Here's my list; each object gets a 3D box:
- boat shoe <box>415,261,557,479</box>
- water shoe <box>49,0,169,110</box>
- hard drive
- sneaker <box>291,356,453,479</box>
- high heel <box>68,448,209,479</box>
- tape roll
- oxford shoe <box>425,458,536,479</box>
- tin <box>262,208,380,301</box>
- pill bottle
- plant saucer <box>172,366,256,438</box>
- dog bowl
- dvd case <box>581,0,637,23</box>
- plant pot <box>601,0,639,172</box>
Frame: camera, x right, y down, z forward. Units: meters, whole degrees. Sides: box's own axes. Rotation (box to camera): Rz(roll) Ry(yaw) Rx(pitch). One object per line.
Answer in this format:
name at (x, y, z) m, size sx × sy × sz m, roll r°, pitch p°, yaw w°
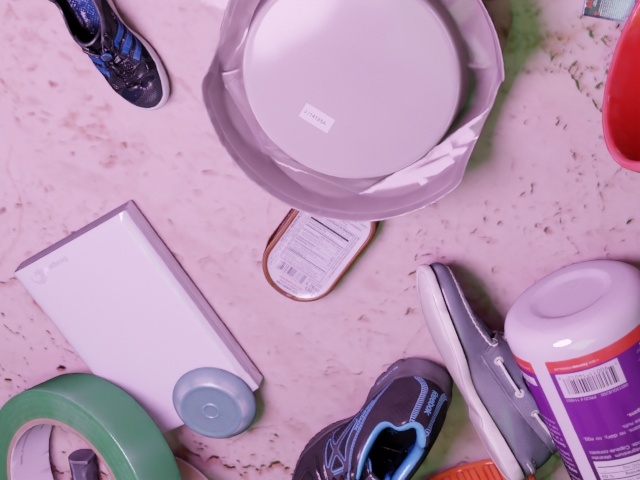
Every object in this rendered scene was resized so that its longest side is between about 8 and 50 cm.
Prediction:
boat shoe at (0.216, 0.156, 1.530) m, size 0.099 × 0.116 × 0.320 m, roll -27°, pitch 104°, yaw -5°
water shoe at (-0.260, -0.232, 1.432) m, size 0.073 × 0.080 × 0.203 m, roll -27°, pitch 109°, yaw 24°
hard drive at (-0.247, 0.116, 1.637) m, size 0.203 × 0.040 × 0.308 m, roll -27°, pitch 109°, yaw 23°
sneaker at (0.049, 0.304, 1.614) m, size 0.125 × 0.140 × 0.341 m, roll 30°, pitch 120°, yaw -4°
high heel at (-0.246, 0.408, 1.754) m, size 0.261 × 0.093 × 0.186 m, roll 6°, pitch 115°, yaw 26°
tape roll at (-0.330, 0.347, 1.683) m, size 0.321 × 0.077 × 0.321 m, roll 12°, pitch 111°, yaw 34°
oxford shoe at (0.169, 0.430, 1.688) m, size 0.363 × 0.130 × 0.132 m, roll -39°, pitch 137°, yaw 20°
tin at (0.000, 0.000, 1.525) m, size 0.106 × 0.040 × 0.190 m, roll 31°, pitch 119°, yaw -10°
pill bottle at (0.361, 0.196, 1.466) m, size 0.181 × 0.181 × 0.323 m, roll -19°, pitch 112°, yaw 21°
plant saucer at (-0.147, 0.228, 1.639) m, size 0.119 × 0.021 × 0.119 m, roll 5°, pitch 119°, yaw 9°
dog bowl at (0.039, -0.197, 1.374) m, size 0.348 × 0.102 × 0.349 m, roll 5°, pitch 118°, yaw 10°
dvd case at (0.354, -0.277, 1.314) m, size 0.119 × 0.013 × 0.087 m, roll 10°, pitch 119°, yaw 5°
plant pot at (0.462, -0.159, 1.218) m, size 0.243 × 0.275 × 0.275 m, roll 19°, pitch 121°, yaw -14°
